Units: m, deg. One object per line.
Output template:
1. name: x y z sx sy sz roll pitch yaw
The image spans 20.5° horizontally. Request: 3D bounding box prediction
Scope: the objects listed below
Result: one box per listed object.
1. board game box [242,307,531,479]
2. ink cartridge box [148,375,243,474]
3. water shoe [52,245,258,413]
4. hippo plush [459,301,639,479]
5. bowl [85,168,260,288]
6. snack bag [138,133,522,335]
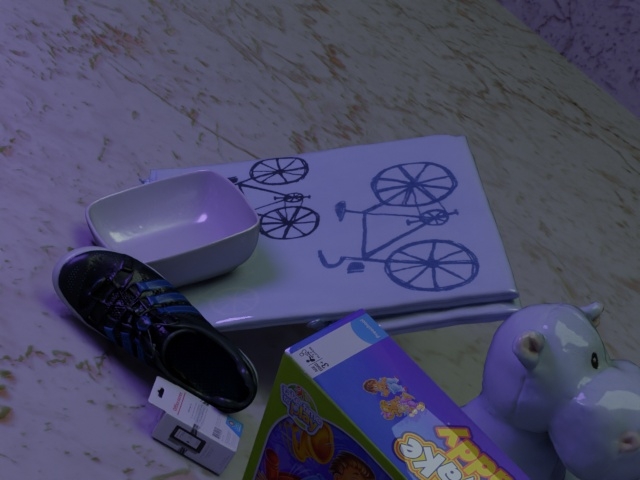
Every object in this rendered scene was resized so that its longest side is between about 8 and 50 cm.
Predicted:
1. board game box: 0.088 0.248 1.241 0.078 0.233 0.347 -27 60 -35
2. ink cartridge box: -0.108 0.151 1.446 0.083 0.028 0.048 31 22 -8
3. water shoe: -0.135 0.070 1.485 0.203 0.073 0.080 34 -7 -2
4. hippo plush: 0.194 0.161 1.564 0.294 0.236 0.234 42 24 18
5. bowl: -0.134 -0.004 1.619 0.142 0.053 0.142 -17 33 -18
6. snack bag: 0.000 0.000 1.677 0.343 0.037 0.323 -7 31 -2
